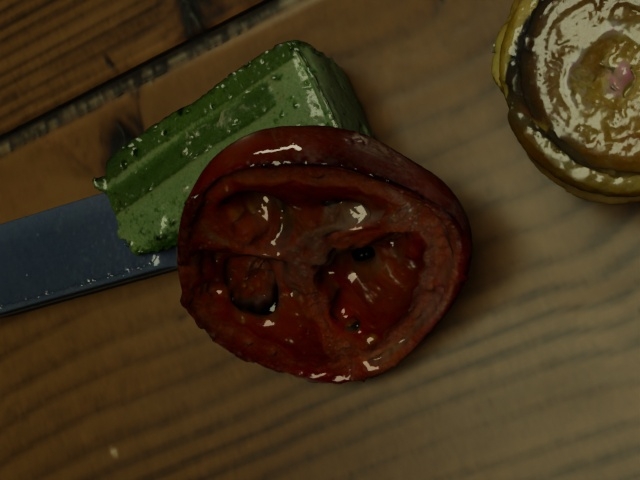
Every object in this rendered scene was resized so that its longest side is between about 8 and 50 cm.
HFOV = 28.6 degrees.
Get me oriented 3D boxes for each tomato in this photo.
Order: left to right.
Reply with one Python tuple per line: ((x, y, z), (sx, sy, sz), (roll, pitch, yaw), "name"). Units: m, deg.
((0.002, -0.003, 0.961), (0.227, 0.228, 0.101), (-19, 37, 19), "tomato")

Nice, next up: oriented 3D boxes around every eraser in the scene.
((-0.218, 0.009, 1.112), (0.225, 0.036, 0.082), (-16, 79, 19), "eraser")

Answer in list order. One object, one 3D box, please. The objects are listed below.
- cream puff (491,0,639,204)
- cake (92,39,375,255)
((0.213, -0.118, 0.907), (0.189, 0.129, 0.189), (0, 89, 14), "cream puff")
((-0.069, -0.069, 1.048), (0.235, 0.099, 0.100), (-29, 75, 27), "cake")
